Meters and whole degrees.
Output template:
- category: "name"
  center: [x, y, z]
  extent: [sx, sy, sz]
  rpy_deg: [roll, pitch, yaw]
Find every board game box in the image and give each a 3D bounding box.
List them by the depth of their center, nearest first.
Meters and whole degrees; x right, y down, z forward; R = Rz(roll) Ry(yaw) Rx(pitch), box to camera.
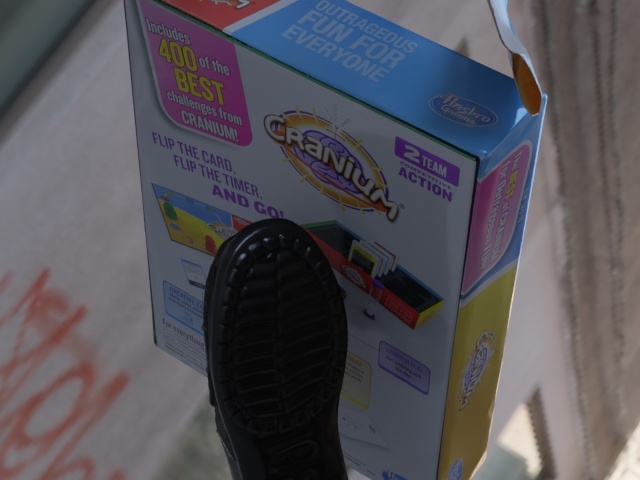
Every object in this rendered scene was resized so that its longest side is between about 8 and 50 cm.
- category: "board game box"
  center: [0.000, 0.000, 0.901]
  extent: [0.242, 0.064, 0.316]
  rpy_deg: [29, -38, 23]

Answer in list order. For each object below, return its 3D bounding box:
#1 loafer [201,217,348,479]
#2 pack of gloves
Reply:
- category: "loafer"
  center: [-0.033, 0.087, 0.855]
  extent: [0.078, 0.080, 0.220]
  rpy_deg: [-142, -135, -58]
- category: "pack of gloves"
  center: [0.087, -0.195, 0.781]
  extent: [0.232, 0.046, 0.195]
  rpy_deg: [-88, 158, -66]
